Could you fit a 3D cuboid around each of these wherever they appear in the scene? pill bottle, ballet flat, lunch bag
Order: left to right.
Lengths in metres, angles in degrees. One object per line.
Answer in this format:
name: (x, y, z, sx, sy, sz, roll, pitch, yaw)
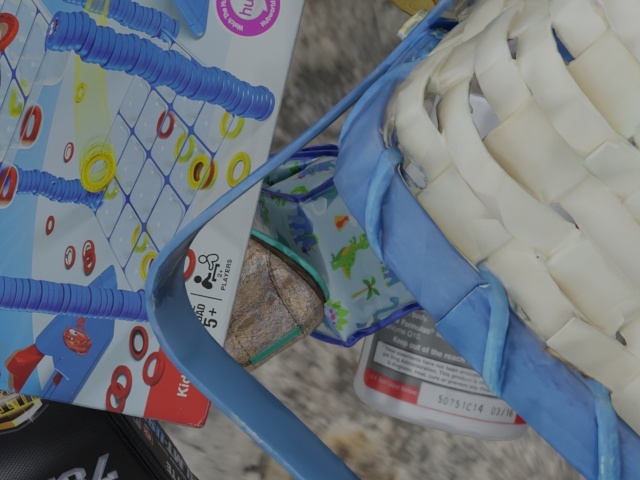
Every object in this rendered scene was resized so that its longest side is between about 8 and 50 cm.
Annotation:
ballet flat: (-0.129, 0.005, 1.380, 0.106, 0.107, 0.316, -47, 44, -13)
lunch bag: (0.000, 0.000, 1.436, 0.096, 0.151, 0.129, -25, 107, -25)
pill bottle: (0.137, 0.018, 1.652, 0.161, 0.161, 0.283, 15, 96, 10)

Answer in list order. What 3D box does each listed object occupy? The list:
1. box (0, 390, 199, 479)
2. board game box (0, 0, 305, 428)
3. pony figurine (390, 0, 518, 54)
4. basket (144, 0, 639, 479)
box: (-0.280, 0.184, 1.507, 0.295, 0.293, 0.073, -22, 37, 10)
board game box: (-0.185, -0.068, 1.113, 0.302, 0.086, 0.308, 12, 92, -18)
pony figurine: (0.080, -0.240, 1.326, 0.363, 0.303, 0.351, 14, 41, 6)
basket: (0.109, 0.028, 0.567, 0.255, 0.201, 0.289, 47, 119, -1)
